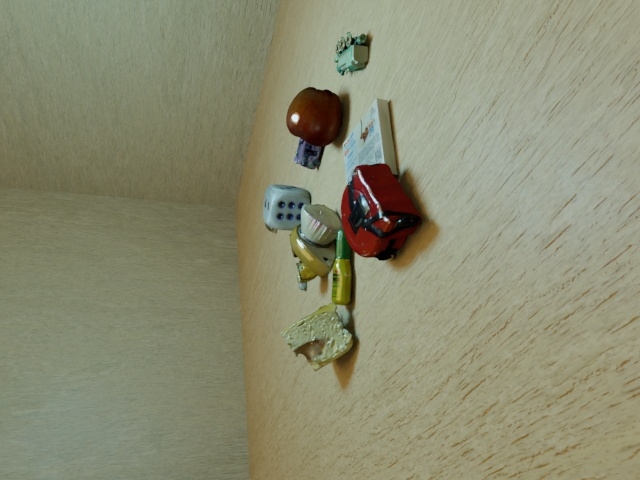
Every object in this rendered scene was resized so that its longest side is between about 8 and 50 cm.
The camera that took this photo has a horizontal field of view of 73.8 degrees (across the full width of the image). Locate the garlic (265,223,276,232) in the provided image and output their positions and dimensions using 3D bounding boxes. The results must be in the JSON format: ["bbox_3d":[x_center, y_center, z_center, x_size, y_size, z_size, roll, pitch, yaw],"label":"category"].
[{"bbox_3d":[-0.309,-0.093,2.625,0.152,0.066,0.084,-161,74,-68],"label":"garlic"}]

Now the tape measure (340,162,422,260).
[{"bbox_3d":[0.151,-0.067,1.193,0.260,0.114,0.253,112,142,-49],"label":"tape measure"}]

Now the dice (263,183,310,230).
[{"bbox_3d":[-0.165,-0.160,2.044,0.192,0.193,0.194,-130,49,-65],"label":"dice"}]

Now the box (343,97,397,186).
[{"bbox_3d":[0.151,-0.268,1.379,0.273,0.048,0.265,137,133,-63],"label":"box"}]

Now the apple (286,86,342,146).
[{"bbox_3d":[-0.025,-0.484,1.677,0.234,0.233,0.234,-176,90,-71],"label":"apple"}]

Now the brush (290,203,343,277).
[{"bbox_3d":[0.000,0.000,1.604,0.166,0.174,0.267,-60,39,33],"label":"brush"}]

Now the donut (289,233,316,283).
[{"bbox_3d":[-0.052,0.083,1.768,0.085,0.141,0.217,104,161,-54],"label":"donut"}]

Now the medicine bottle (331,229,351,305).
[{"bbox_3d":[0.078,0.094,1.496,0.095,0.064,0.261,172,102,-70],"label":"medicine bottle"}]

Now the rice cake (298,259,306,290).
[{"bbox_3d":[-0.085,0.128,1.993,0.043,0.034,0.211,143,128,-69],"label":"rice cake"}]

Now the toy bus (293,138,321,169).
[{"bbox_3d":[-0.045,-0.418,1.876,0.096,0.108,0.199,-110,31,-50],"label":"toy bus"}]

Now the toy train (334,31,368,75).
[{"bbox_3d":[0.106,-0.672,1.548,0.194,0.080,0.125,-163,73,-69],"label":"toy train"}]

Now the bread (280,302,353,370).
[{"bbox_3d":[0.018,0.339,1.528,0.184,0.224,0.211,58,-168,14],"label":"bread"}]
